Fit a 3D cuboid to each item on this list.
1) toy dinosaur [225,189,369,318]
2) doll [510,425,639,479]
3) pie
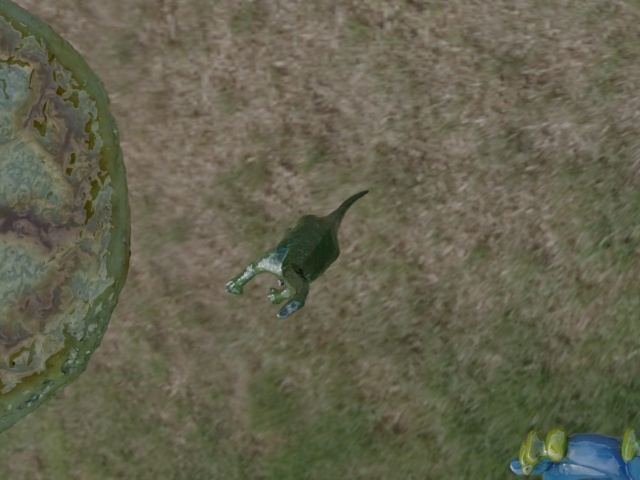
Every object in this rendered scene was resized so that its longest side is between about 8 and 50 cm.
[{"bbox_3d":[0.000,0.000,1.532,0.087,0.447,0.301,46,142,-6],"label":"toy dinosaur"},{"bbox_3d":[0.364,0.251,1.082,0.346,0.341,0.098,6,68,4],"label":"doll"},{"bbox_3d":[-0.238,-0.006,0.588,0.067,0.302,0.302,16,110,60],"label":"pie"}]
